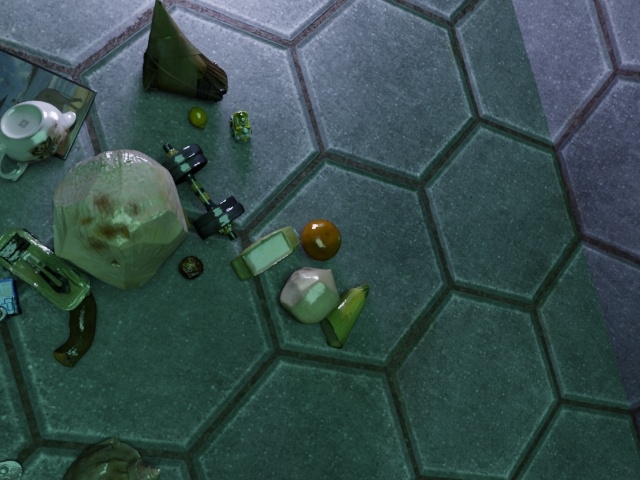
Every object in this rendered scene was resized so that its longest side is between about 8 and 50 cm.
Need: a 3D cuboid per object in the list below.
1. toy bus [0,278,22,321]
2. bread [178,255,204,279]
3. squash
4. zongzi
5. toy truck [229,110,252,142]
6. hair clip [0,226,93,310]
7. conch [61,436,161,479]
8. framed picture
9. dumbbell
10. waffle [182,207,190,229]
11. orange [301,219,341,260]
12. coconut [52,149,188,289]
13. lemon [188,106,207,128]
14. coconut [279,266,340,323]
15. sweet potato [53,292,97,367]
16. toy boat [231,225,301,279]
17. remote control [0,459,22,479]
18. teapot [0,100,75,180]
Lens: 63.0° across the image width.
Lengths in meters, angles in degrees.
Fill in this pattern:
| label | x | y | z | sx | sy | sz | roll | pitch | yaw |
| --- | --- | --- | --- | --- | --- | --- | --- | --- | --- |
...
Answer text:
| label | x | y | z | sx | sy | sz | roll | pitch | yaw |
| --- | --- | --- | --- | --- | --- | --- | --- | --- | --- |
| toy bus | -1.011 | 0.185 | 1.514 | 0.234 | 0.116 | 0.133 | -9 | 87 | -25 |
| bread | -0.442 | 0.094 | 1.788 | 0.085 | 0.053 | 0.085 | 3 | 83 | -22 |
| squash | 0.096 | 0.250 | 1.962 | 0.137 | 0.137 | 0.287 | 40 | 66 | -14 |
| zongzi | -0.430 | -0.624 | 1.740 | 0.289 | 0.317 | 0.154 | 6 | 56 | -23 |
| toy truck | -0.284 | -0.413 | 1.897 | 0.076 | 0.077 | 0.111 | -12 | 89 | -23 |
| hair clip | -0.838 | 0.093 | 1.594 | 0.321 | 0.091 | 0.138 | 36 | 81 | 6 |
| conch | -0.650 | 0.744 | 1.574 | 0.324 | 0.186 | 0.263 | -18 | 73 | -24 |
| framed picture | -0.937 | -0.440 | 1.667 | 0.347 | 0.016 | 0.265 | 23 | 76 | -18 |
| dumbbell | -0.405 | -0.162 | 1.762 | 0.185 | 0.185 | 0.388 | -38 | 99 | -21 |
| waffle | -0.492 | -0.092 | 1.747 | 0.021 | 0.135 | 0.092 | -42 | 139 | -32 |
| orange | 0.000 | 0.000 | 1.944 | 0.156 | 0.124 | 0.156 | 11 | 65 | -25 |
| coconut | -0.594 | -0.054 | 1.572 | 0.344 | 0.415 | 0.415 | -2 | 84 | -54 |
| lemon | -0.432 | -0.435 | 1.848 | 0.062 | 0.062 | 0.083 | -31 | 110 | -22 |
| coconut | -0.032 | 0.188 | 1.869 | 0.224 | 0.224 | 0.224 | 3 | 83 | -22 |
| sweet potato | -0.758 | 0.249 | 1.625 | 0.112 | 0.085 | 0.286 | 4 | 82 | -17 |
| toy boat | -0.185 | 0.039 | 1.884 | 0.276 | 0.084 | 0.111 | -32 | 94 | -21 |
| remote control | -1.000 | 0.697 | 1.510 | 0.245 | 0.022 | 0.077 | -7 | 85 | -23 |
| teapot | -0.886 | -0.319 | 1.597 | 0.204 | 0.139 | 0.298 | 37 | 73 | 13 |
